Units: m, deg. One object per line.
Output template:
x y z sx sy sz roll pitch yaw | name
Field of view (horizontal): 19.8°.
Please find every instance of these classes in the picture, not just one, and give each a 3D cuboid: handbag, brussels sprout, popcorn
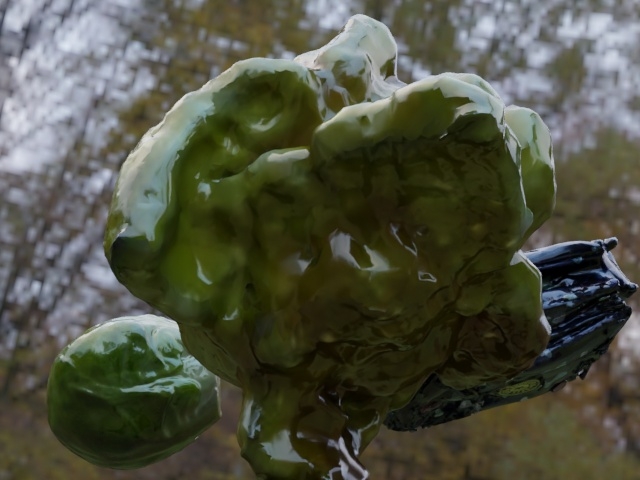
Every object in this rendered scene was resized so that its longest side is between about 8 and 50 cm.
0.158 0.081 1.594 0.260 0.113 0.162 -14 -28 -32 | handbag
-0.191 0.157 1.890 0.180 0.162 0.144 4 7 -8 | brussels sprout
0.001 -0.011 1.207 0.325 0.290 0.321 1 -58 -24 | popcorn
